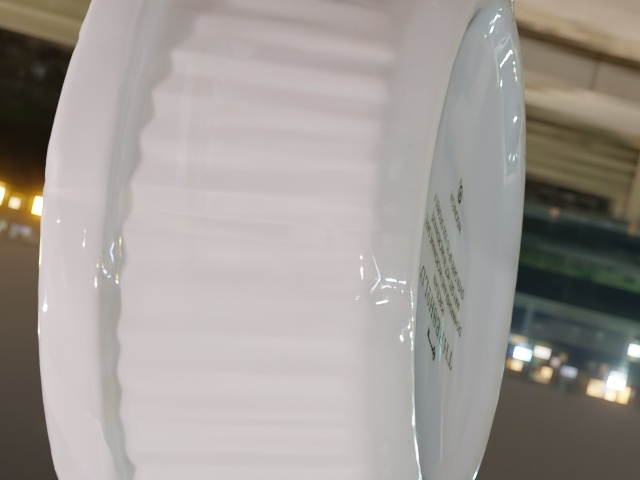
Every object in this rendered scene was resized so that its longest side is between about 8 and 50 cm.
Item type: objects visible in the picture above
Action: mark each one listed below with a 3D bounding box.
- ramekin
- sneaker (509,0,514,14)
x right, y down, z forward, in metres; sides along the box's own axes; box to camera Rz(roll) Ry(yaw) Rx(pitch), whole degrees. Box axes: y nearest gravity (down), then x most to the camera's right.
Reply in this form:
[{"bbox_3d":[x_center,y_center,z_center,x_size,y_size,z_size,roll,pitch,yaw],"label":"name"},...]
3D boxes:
[{"bbox_3d":[0.000,0.000,0.769,0.127,0.273,0.273,5,177,15],"label":"ramekin"},{"bbox_3d":[0.025,-0.116,0.934,0.118,0.222,0.083,-18,-138,-3],"label":"sneaker"}]
